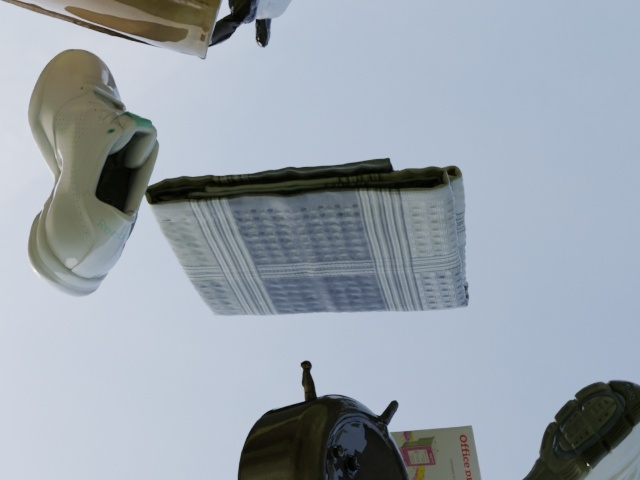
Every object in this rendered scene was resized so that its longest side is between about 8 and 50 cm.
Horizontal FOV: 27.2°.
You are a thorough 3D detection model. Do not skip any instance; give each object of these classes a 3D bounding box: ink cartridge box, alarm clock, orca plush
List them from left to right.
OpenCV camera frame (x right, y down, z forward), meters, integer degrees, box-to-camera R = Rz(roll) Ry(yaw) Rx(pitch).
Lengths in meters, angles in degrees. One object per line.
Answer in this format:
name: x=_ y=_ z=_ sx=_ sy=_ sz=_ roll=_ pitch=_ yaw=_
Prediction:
orca plush: x=-0.091 y=-0.283 z=1.441 sx=0.102 sy=0.151 sz=0.287 roll=20 pitch=-142 yaw=3
alarm clock: x=0.005 y=0.174 z=0.802 sx=0.064 sy=0.129 sz=0.192 roll=-17 pitch=-144 yaw=32
ink cartridge box: x=0.091 y=0.229 z=1.270 sx=0.122 sy=0.052 sz=0.088 roll=-3 pitch=-117 yaw=-9

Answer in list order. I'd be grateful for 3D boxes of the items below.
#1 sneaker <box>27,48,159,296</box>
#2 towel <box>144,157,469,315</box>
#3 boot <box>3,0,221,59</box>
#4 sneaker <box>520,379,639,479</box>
sneaker: x=-0.145 y=-0.065 z=0.900 sx=0.094 sy=0.080 sz=0.212 roll=-41 pitch=-139 yaw=33
towel: x=0.000 y=0.000 z=1.408 sx=0.312 sy=0.324 sz=0.056 roll=-2 pitch=-115 yaw=8
boot: x=-0.203 y=-0.197 z=0.946 sx=0.270 sy=0.089 sz=0.236 roll=14 pitch=-165 yaw=-7
sneaker: x=0.206 y=0.263 z=1.171 sx=0.297 sy=0.129 sz=0.111 roll=-42 pitch=-156 yaw=2
